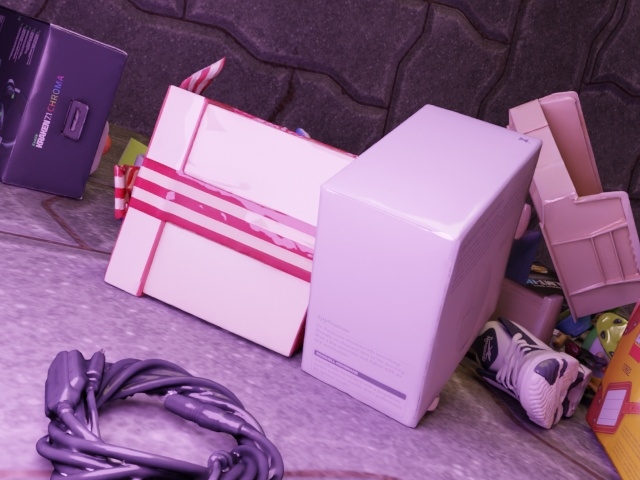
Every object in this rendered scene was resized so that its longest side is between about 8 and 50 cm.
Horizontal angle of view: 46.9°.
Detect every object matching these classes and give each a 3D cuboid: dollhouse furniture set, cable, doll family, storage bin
[{"bbox_3d":[0.343,0.058,1.195,0.198,0.287,0.303,28,20,37],"label":"dollhouse furniture set"},{"bbox_3d":[-0.095,0.123,0.455,0.150,0.047,0.184,23,3,-25],"label":"cable"},{"bbox_3d":[0.423,0.218,1.087,0.111,0.076,0.193,22,8,-35],"label":"doll family"},{"bbox_3d":[0.397,-0.058,1.150,0.262,0.123,0.260,-89,155,-48],"label":"storage bin"}]

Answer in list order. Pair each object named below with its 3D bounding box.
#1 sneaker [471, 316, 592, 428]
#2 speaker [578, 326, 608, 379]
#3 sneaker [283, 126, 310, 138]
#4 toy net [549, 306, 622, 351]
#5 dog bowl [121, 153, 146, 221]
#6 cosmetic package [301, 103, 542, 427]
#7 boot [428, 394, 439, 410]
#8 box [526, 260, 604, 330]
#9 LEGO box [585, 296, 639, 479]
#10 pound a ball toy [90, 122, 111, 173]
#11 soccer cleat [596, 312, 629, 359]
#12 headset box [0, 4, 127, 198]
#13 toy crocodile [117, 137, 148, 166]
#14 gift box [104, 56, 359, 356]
[{"bbox_3d":[0.247,0.159,0.939,0.153,0.094,0.235,24,7,31],"label":"sneaker"},{"bbox_3d":[0.553,0.230,1.150,0.131,0.131,0.296,16,9,-33],"label":"speaker"},{"bbox_3d":[-0.021,-0.076,1.277,0.236,0.130,0.323,61,-6,-26],"label":"sneaker"},{"bbox_3d":[0.458,0.150,1.327,0.045,0.122,0.232,58,-7,18],"label":"toy net"},{"bbox_3d":[-0.184,-0.047,1.195,0.264,0.104,0.265,20,7,-3],"label":"dog bowl"},{"bbox_3d":[0.100,0.015,0.739,0.138,0.225,0.224,24,38,22],"label":"cosmetic package"},{"bbox_3d":[0.104,0.120,0.837,0.069,0.086,0.190,20,7,-8],"label":"boot"},{"bbox_3d":[0.520,0.126,1.826,0.295,0.073,0.293,7,17,-27],"label":"box"},{"bbox_3d":[0.502,0.235,0.688,0.372,0.193,0.500,22,7,7],"label":"LEGO box"},{"bbox_3d":[-0.476,-0.250,1.456,0.135,0.208,0.319,17,8,-29],"label":"pound a ball toy"},{"bbox_3d":[0.469,0.179,1.064,0.179,0.060,0.072,50,13,22],"label":"soccer cleat"},{"bbox_3d":[-0.452,-0.226,1.184,0.131,0.247,0.283,13,10,-44],"label":"headset box"},{"bbox_3d":[-0.234,-0.097,1.397,0.340,0.115,0.105,25,2,14],"label":"toy crocodile"},{"bbox_3d":[-0.078,-0.048,0.871,0.258,0.277,0.255,21,2,10],"label":"gift box"}]
